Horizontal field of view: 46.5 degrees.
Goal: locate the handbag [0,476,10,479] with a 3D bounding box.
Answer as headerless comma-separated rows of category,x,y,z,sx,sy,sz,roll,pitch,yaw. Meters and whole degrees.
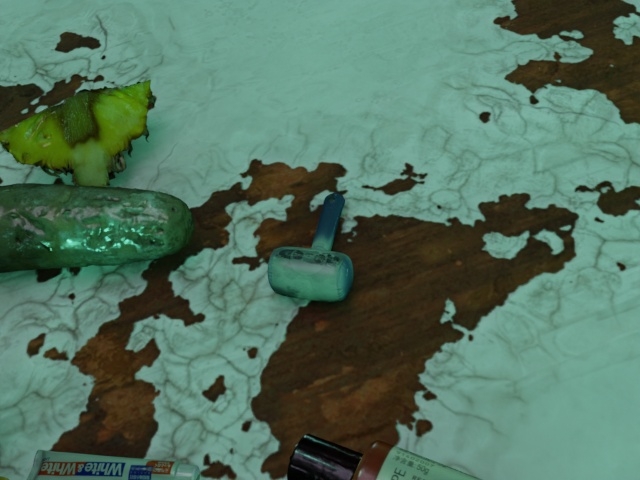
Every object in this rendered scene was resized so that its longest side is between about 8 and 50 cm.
handbag,-0.425,0.309,0.903,0.083,0.027,0.061,3,59,16

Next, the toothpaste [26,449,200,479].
toothpaste,-0.252,0.281,0.898,0.218,0.033,0.052,-2,51,12

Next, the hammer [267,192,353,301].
hammer,0.000,0.000,1.044,0.116,0.069,0.193,6,48,12

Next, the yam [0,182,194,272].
yam,-0.344,-0.018,1.061,0.331,0.133,0.133,-1,55,6

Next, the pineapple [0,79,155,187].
pineapple,-0.368,-0.149,1.186,0.250,0.164,0.140,-34,18,-20

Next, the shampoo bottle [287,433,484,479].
shampoo bottle,0.096,0.284,0.800,0.278,0.104,0.104,17,59,19
